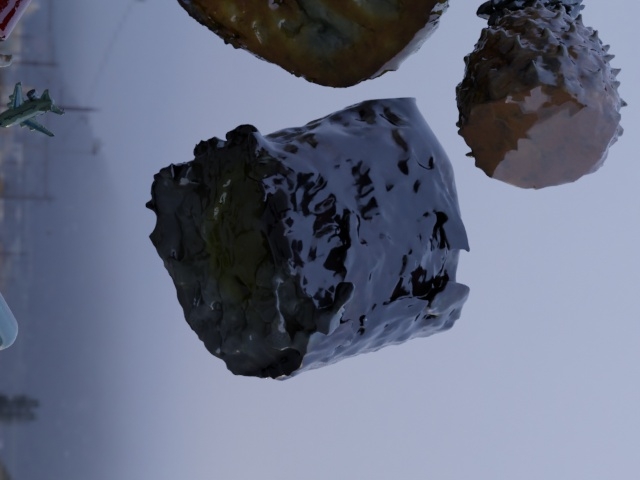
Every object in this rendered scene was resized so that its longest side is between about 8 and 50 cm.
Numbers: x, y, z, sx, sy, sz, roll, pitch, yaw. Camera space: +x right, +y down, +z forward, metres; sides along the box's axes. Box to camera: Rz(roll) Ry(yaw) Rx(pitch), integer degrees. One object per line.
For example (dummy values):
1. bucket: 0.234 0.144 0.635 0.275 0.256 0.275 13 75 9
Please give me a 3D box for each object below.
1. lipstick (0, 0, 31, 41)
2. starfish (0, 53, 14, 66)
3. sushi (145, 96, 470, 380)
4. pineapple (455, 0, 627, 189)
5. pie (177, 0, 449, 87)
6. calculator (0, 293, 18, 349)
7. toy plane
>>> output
1. lipstick: -0.319 -0.333 1.526 0.241 0.080 0.080 -60 -173 -16
2. starfish: -0.327 -0.241 1.116 0.062 0.277 0.236 3 -64 38
3. sushi: -0.002 0.001 1.574 0.281 0.294 0.300 -38 -108 46
4. pineapple: 0.207 -0.185 1.299 0.158 0.157 0.279 108 -7 -49
5. pie: -0.006 -0.291 1.319 0.092 0.315 0.315 -51 151 -63
6. calculator: -0.450 0.059 1.603 0.045 0.141 0.246 -91 167 -48
7. toy plane: -0.339 -0.150 1.586 0.033 0.083 0.080 -89 158 -47
